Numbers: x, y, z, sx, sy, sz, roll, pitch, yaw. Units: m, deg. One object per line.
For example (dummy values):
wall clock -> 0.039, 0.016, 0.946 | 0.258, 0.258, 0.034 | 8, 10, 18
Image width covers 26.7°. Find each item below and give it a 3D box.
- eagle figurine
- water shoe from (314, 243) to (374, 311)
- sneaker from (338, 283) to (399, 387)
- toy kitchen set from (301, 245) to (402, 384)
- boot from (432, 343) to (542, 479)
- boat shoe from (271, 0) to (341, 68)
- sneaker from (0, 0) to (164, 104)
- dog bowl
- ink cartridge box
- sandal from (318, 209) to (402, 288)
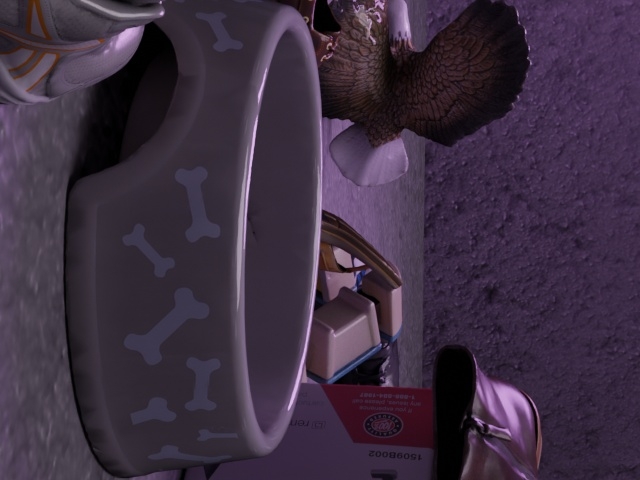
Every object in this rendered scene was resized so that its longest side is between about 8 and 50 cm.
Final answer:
eagle figurine -> 0.095, -0.204, 1.610 | 0.225, 0.226, 0.298 | 57, -7, -4
water shoe -> 0.013, 0.046, 1.673 | 0.080, 0.073, 0.203 | -67, 174, 19
sneaker -> 0.064, 0.195, 1.924 | 0.147, 0.104, 0.296 | 74, 15, -60
toy kitchen set -> -0.032, 0.096, 1.364 | 0.207, 0.166, 0.122 | -31, 133, -34
boot -> 0.122, 0.224, 1.060 | 0.207, 0.090, 0.249 | 42, 48, -57
boat shoe -> -0.016, -0.206, 1.307 | 0.073, 0.073, 0.207 | -77, 168, -53
sneaker -> -0.104, -0.113, 0.590 | 0.262, 0.121, 0.099 | 16, 79, -81
dog bowl -> -0.070, -0.008, 0.928 | 0.349, 0.102, 0.349 | 3, 90, -81
ink cartridge box -> -0.010, 0.254, 1.064 | 0.283, 0.207, 0.117 | -78, 166, -47
sandal -> 0.000, 0.000, 1.292 | 0.049, 0.180, 0.072 | -55, -157, 10
